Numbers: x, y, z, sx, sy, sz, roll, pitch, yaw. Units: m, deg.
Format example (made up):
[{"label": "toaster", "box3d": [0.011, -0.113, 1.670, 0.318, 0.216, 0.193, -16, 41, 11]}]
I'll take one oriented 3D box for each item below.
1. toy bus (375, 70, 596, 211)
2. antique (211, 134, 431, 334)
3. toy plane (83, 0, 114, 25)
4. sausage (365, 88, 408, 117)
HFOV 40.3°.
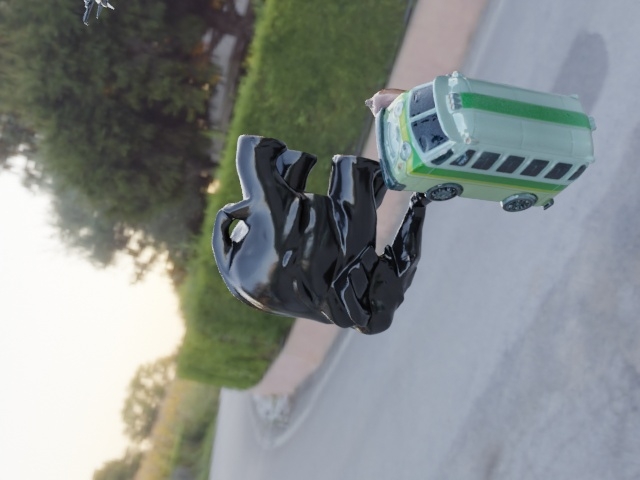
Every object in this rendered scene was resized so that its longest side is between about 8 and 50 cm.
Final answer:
[{"label": "toy bus", "box3d": [0.230, -0.138, 1.198, 0.165, 0.276, 0.134, -44, 47, 54]}, {"label": "antique", "box3d": [0.000, 0.000, 1.277, 0.185, 0.322, 0.255, 179, 100, -72]}, {"label": "toy plane", "box3d": [-0.269, -0.300, 1.049, 0.079, 0.031, 0.083, -63, -8, -10]}, {"label": "sausage", "box3d": [0.224, -0.194, 1.536, 0.433, 0.087, 0.088, 35, 116, 46]}]
